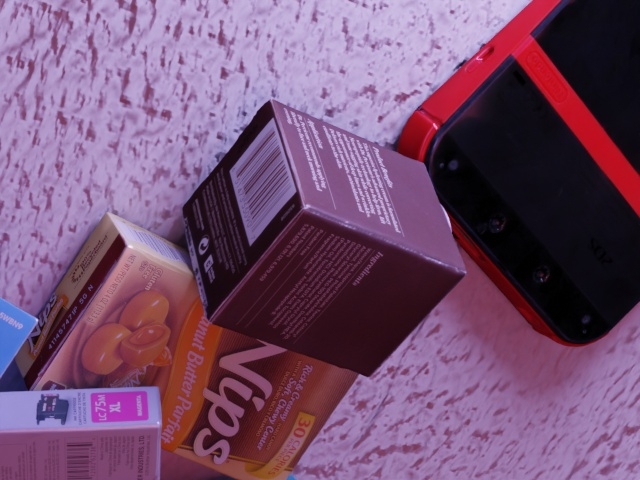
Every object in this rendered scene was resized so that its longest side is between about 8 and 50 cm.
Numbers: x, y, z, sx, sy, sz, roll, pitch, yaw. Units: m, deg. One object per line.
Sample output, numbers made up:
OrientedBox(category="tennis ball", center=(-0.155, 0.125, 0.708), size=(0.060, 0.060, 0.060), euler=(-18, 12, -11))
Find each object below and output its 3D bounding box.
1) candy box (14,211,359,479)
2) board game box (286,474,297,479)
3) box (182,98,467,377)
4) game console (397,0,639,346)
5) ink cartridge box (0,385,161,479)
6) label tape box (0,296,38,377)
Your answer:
OrientedBox(category="candy box", center=(-0.129, 0.121, 1.722), size=(0.316, 0.087, 0.183), euler=(28, 103, -32))
OrientedBox(category="board game box", center=(-0.133, 0.441, 1.838), size=(0.253, 0.079, 0.336), euler=(-11, 115, -27))
OrientedBox(category="box", center=(0.000, 0.000, 1.651), size=(0.203, 0.168, 0.167), euler=(22, 123, -32))
OrientedBox(category="game console", center=(0.294, -0.093, 1.841), size=(0.342, 0.060, 0.386), euler=(-46, 124, -2))
OrientedBox(category="ink cartridge box", center=(-0.313, 0.226, 1.651), size=(0.311, 0.065, 0.186), euler=(-3, 134, -11))
OrientedBox(category="label tape box", center=(-0.438, 0.161, 1.501), size=(0.240, 0.106, 0.334), euler=(31, 71, 4))
